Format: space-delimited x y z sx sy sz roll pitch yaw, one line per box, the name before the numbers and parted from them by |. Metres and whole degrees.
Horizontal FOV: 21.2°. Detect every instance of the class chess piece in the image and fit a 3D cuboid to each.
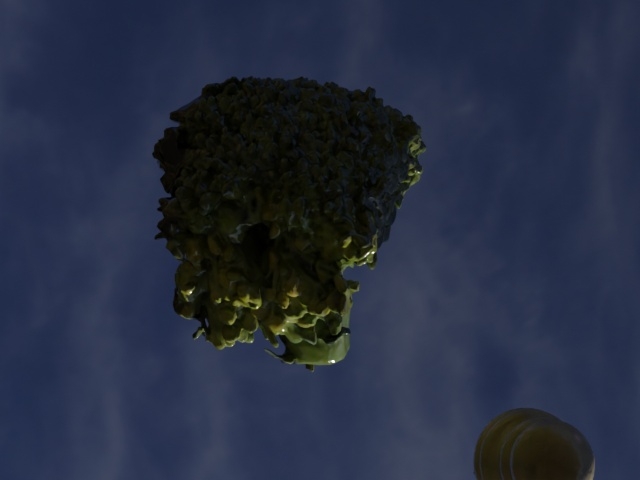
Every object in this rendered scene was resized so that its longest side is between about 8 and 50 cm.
chess piece | 0.178 0.181 1.401 0.094 0.170 0.094 0 -98 0

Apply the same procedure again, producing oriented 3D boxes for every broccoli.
broccoli | 0.005 -0.010 1.371 0.180 0.242 0.273 -8 -60 41
